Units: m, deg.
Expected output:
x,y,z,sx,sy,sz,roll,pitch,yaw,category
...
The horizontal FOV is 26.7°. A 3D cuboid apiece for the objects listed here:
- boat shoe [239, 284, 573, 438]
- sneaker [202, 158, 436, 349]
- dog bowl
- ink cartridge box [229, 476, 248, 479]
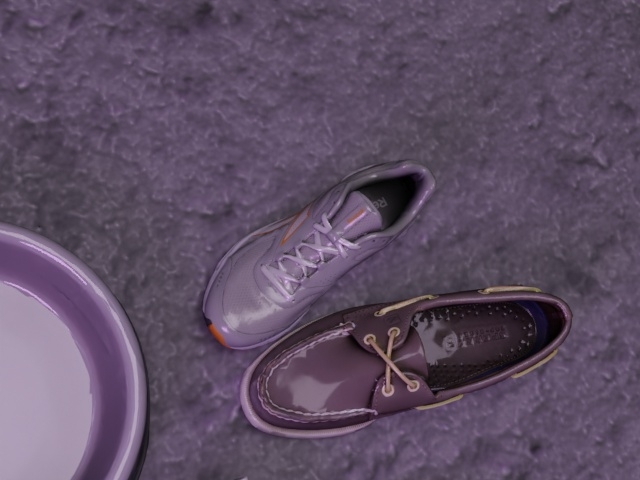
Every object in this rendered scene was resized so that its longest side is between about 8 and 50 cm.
x,y,z,sx,sy,sz,roll,pitch,yaw,category
0.084,0.108,1.276,0.324,0.096,0.117,-11,81,-19,boat shoe
0.000,0.000,1.263,0.262,0.121,0.099,-40,90,-21,sneaker
-0.307,0.138,1.148,0.348,0.102,0.349,4,76,-17,dog bowl
-0.102,0.272,1.184,0.143,0.092,0.090,-24,86,-20,ink cartridge box
